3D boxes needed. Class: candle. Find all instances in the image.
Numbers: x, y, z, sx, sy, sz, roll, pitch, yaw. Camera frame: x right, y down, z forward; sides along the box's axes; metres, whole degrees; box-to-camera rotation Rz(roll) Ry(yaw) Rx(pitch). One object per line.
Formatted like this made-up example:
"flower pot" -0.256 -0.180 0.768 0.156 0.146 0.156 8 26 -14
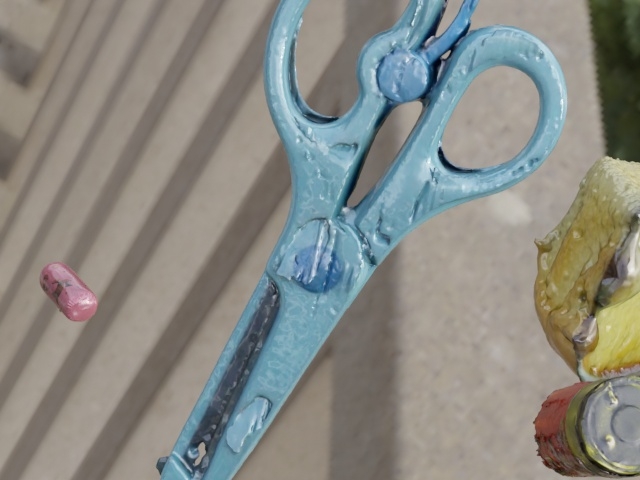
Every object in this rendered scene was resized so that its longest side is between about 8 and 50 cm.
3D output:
"candle" 0.140 0.096 0.956 0.052 0.131 0.052 1 82 -7

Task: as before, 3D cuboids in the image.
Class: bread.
"bread" 0.249 0.016 1.578 0.133 0.174 0.252 34 21 29

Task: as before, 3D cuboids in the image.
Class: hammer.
"hammer" -0.267 0.055 1.979 0.043 0.043 0.083 -5 30 -36

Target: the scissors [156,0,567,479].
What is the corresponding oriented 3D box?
"scissors" 0.000 0.000 1.115 0.180 0.393 0.032 31 15 1
